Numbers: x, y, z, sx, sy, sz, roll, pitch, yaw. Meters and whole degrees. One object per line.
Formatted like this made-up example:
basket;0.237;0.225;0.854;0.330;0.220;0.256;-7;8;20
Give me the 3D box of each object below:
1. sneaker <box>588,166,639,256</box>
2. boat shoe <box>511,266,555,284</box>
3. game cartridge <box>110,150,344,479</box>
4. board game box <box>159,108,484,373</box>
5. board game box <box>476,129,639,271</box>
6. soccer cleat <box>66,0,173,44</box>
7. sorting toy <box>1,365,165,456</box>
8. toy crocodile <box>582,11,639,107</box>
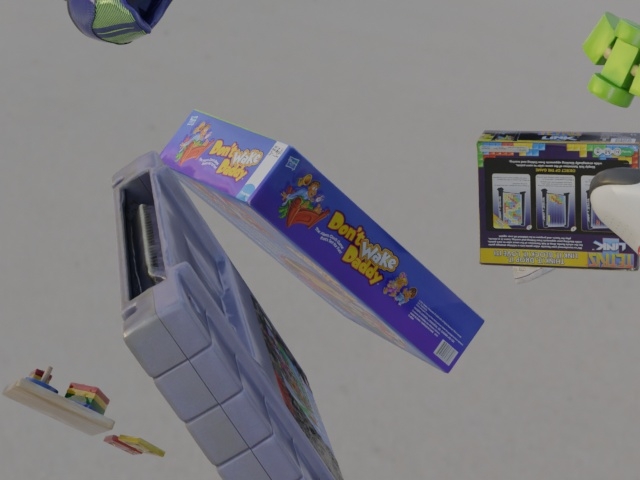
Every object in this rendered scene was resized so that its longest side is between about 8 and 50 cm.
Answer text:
sneaker;0.321;0.053;1.232;0.270;0.145;0.090;27;-18;9
boat shoe;0.271;0.032;1.937;0.035;0.035;0.100;-24;-2;-15
game cartridge;-0.069;0.078;1.111;0.068;0.230;0.355;-35;21;4
board game box;0.000;0.000;1.724;0.347;0.078;0.233;41;-8;-33
board game box;0.253;-0.043;1.595;0.170;0.141;0.048;3;21;16
soccer cleat;-0.126;-0.298;1.406;0.121;0.093;0.289;13;64;41
sorting toy;-0.323;0.204;1.943;0.274;0.046;0.132;27;-18;-13
toy crocodile;0.477;-0.215;2.074;0.105;0.115;0.340;7;24;-39
